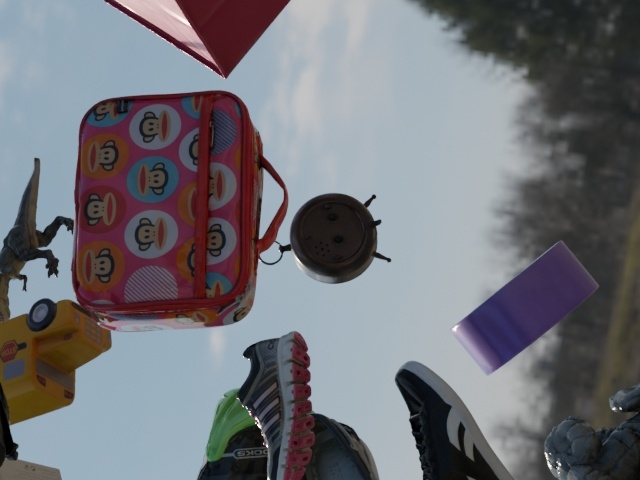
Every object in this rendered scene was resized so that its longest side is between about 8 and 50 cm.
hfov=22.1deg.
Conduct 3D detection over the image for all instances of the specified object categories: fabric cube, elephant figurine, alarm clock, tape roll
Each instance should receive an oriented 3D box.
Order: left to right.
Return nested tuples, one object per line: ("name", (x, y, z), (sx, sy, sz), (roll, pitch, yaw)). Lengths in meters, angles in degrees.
("fabric cube", (-0.169, -0.422, 2.180), (0.258, 0.254, 0.259), (-52, -26, -9))
("alarm clock", (0.000, 0.000, 2.415), (0.064, 0.192, 0.129), (68, -172, -74))
("tape roll", (0.265, 0.088, 2.132), (0.189, 0.080, 0.189), (-38, -5, -4))
("elephant figurine", (0.331, 0.163, 1.436), (0.239, 0.169, 0.186), (-47, 24, 1))

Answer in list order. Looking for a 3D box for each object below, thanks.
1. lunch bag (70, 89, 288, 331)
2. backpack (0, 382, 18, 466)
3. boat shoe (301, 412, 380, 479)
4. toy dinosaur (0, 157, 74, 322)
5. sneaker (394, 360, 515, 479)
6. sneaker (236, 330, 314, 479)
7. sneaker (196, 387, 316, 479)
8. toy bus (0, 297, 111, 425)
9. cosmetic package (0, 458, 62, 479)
("lunch bag", (-0.168, -0.035, 2.005), (0.120, 0.258, 0.293), (70, -161, -68))
("backpack", (-0.468, 0.208, 2.116), (0.182, 0.115, 0.152), (-116, 6, -61))
("boat shoe", (0.036, 0.329, 1.871), (0.091, 0.114, 0.302), (47, -170, -47))
("toy dinosaur", (-0.441, 0.001, 2.523), (0.064, 0.118, 0.268), (42, -118, -63))
("sneaker", (0.124, 0.247, 1.802), (0.121, 0.217, 0.079), (-34, -8, -19))
("sneaker", (-0.052, 0.182, 1.751), (0.063, 0.075, 0.170), (7, -99, -66))
("sneaker", (0.000, 0.384, 2.134), (0.483, 0.185, 0.202), (44, -116, -28))
("toy bus", (-0.462, 0.194, 2.362), (0.108, 0.333, 0.130), (40, -143, -49))
("cosmetic package", (-0.484, 0.478, 2.434), (0.138, 0.224, 0.224), (23, -145, -47))
